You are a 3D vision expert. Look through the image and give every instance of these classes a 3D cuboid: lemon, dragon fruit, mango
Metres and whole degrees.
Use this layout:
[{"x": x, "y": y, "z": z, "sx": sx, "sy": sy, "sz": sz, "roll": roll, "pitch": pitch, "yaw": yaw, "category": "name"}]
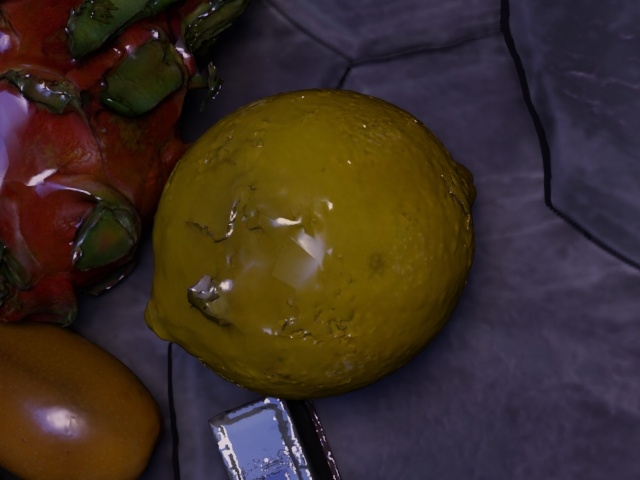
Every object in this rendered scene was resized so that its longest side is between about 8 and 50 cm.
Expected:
[{"x": 0.000, "y": 0.000, "z": 0.820, "sx": 0.206, "sy": 0.173, "sz": 0.173, "roll": -17, "pitch": 75, "yaw": -30, "category": "lemon"}, {"x": -0.140, "y": -0.076, "z": 0.849, "sx": 0.269, "sy": 0.198, "sz": 0.200, "roll": -36, "pitch": 41, "yaw": 20, "category": "dragon fruit"}, {"x": -0.177, "y": 0.088, "z": 0.879, "sx": 0.184, "sy": 0.102, "sz": 0.084, "roll": 28, "pitch": 107, "yaw": 16, "category": "mango"}]

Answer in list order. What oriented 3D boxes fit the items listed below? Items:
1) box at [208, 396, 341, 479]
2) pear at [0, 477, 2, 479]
[{"x": -0.027, "y": 0.129, "z": 0.863, "sx": 0.060, "sy": 0.063, "sz": 0.084, "roll": -22, "pitch": 77, "yaw": 8, "category": "box"}, {"x": -0.256, "y": 0.177, "z": 0.847, "sx": 0.137, "sy": 0.167, "sz": 0.167, "roll": 24, "pitch": 85, "yaw": 41, "category": "pear"}]
